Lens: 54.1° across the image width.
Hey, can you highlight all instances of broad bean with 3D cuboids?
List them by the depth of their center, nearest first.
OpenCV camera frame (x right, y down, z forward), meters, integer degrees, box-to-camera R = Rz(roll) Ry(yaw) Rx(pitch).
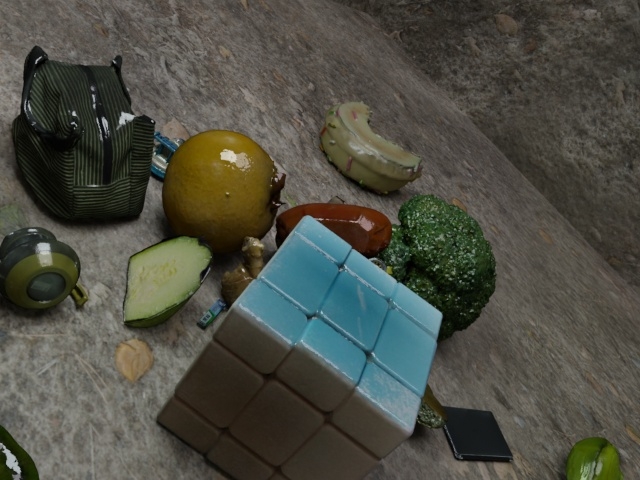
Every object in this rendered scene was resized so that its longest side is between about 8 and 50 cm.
[{"bbox_3d":[-0.425,0.327,0.788,0.144,0.049,0.292,-14,55,-44],"label":"broad bean"}]

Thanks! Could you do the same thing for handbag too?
[{"bbox_3d":[-0.477,-0.223,1.272,0.247,0.240,0.340,-5,51,-41],"label":"handbag"}]

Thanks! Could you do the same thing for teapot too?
[{"bbox_3d":[-0.462,0.054,1.052,0.119,0.130,0.165,44,-4,41],"label":"teapot"}]

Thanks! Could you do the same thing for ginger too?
[{"bbox_3d":[-0.160,0.073,1.292,0.096,0.165,0.067,8,3,27],"label":"ginger"}]

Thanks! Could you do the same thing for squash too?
[{"bbox_3d":[-0.272,0.083,1.193,0.085,0.184,0.192,62,12,-45],"label":"squash"}]

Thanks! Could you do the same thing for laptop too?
[{"bbox_3d":[0.347,0.435,1.411,0.180,0.016,0.129,15,38,-31],"label":"laptop"}]

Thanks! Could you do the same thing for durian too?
[{"bbox_3d":[0.654,0.543,1.494,0.250,0.101,0.139,-17,95,-52],"label":"durian"}]

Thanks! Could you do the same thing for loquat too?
[{"bbox_3d":[-0.201,-0.108,1.349,0.275,0.275,0.275,25,34,-18],"label":"loquat"}]

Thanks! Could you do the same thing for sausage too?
[{"bbox_3d":[0.030,-0.022,1.397,0.258,0.133,0.133,2,32,10],"label":"sausage"}]

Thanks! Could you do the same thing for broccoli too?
[{"bbox_3d":[0.280,0.072,1.561,0.321,0.310,0.413,45,51,13],"label":"broccoli"}]

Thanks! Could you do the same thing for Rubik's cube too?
[{"bbox_3d":[-0.025,0.210,1.063,0.316,0.319,0.322,37,33,0],"label":"Rubik's cube"}]

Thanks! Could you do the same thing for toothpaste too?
[{"bbox_3d":[-0.216,0.146,1.246,0.020,0.017,0.083,37,31,1],"label":"toothpaste"}]

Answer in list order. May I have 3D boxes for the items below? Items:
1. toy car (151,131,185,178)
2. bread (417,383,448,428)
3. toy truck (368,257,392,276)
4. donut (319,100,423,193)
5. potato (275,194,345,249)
[{"bbox_3d":[-0.348,-0.215,1.514,0.126,0.098,0.161,39,33,1],"label":"toy car"},{"bbox_3d":[0.153,0.280,1.340,0.286,0.056,0.207,45,8,-4],"label":"bread"},{"bbox_3d":[0.015,0.119,1.339,0.272,0.124,0.157,0,81,-10],"label":"toy truck"},{"bbox_3d":[0.146,-0.301,2.050,0.307,0.150,0.371,-14,57,-51],"label":"donut"},{"bbox_3d":[0.000,0.000,1.542,0.138,0.098,0.243,39,48,19],"label":"potato"}]
